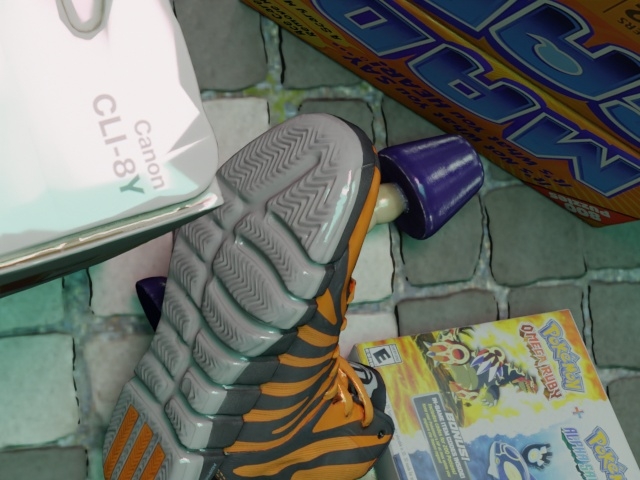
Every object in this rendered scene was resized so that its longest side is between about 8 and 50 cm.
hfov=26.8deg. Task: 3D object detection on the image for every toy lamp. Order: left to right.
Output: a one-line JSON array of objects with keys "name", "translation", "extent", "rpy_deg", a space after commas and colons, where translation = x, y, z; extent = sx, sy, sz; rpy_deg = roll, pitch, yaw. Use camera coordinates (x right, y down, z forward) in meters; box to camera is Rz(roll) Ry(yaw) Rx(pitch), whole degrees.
[{"name": "toy lamp", "translation": [0.000, 0.000, 1.001], "extent": [0.274, 0.080, 0.080], "rpy_deg": [-29, 94, -16]}]

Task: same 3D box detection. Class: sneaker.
[{"name": "sneaker", "translation": [-0.014, 0.061, 0.913], "extent": [0.180, 0.125, 0.321], "rpy_deg": [7, 124, -40]}]

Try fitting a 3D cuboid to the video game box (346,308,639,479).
[{"name": "video game box", "translation": [0.135, 0.158, 0.999], "extent": [0.187, 0.048, 0.205], "rpy_deg": [-7, 58, -21]}]

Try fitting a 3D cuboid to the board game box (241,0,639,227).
[{"name": "board game box", "translation": [0.216, -0.263, 0.948], "extent": [0.356, 0.356, 0.357], "rpy_deg": [31, 76, -13]}]

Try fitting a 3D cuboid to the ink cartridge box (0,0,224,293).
[{"name": "ink cartridge box", "translation": [-0.209, -0.109, 0.780], "extent": [0.160, 0.384, 0.279], "rpy_deg": [-19, 90, -19]}]

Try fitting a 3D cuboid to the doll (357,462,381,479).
[{"name": "doll", "translation": [0.024, 0.247, 0.999], "extent": [0.129, 0.046, 0.189], "rpy_deg": [12, 75, -8]}]
